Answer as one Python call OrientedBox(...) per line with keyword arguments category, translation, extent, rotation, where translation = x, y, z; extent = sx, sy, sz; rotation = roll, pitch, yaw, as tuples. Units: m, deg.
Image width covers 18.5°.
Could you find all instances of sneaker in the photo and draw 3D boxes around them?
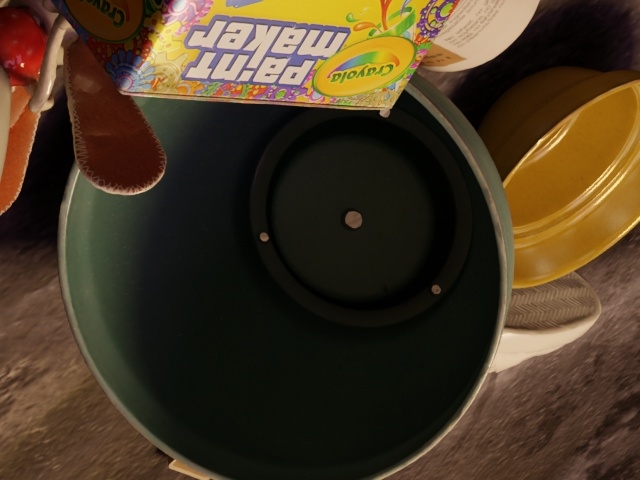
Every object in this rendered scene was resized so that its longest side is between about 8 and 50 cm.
OrientedBox(category="sneaker", translation=(0.087, 0.101, 1.662), extent=(0.292, 0.108, 0.169), rotation=(-6, 138, -28))

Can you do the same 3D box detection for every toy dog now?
OrientedBox(category="toy dog", translation=(-0.175, -0.029, 1.061), extent=(0.333, 0.220, 0.161), rotation=(-38, 107, -17))

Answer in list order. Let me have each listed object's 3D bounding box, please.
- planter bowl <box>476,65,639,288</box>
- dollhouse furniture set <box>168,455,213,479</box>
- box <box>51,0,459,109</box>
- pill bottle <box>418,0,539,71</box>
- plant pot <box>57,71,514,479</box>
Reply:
OrientedBox(category="planter bowl", translation=(0.185, -0.070, 1.544), extent=(0.217, 0.090, 0.217), rotation=(-28, 147, -20))
OrientedBox(category="dollhouse furniture set", translation=(-0.091, 0.219, 1.637), extent=(0.091, 0.081, 0.114), rotation=(-44, 149, 8))
OrientedBox(category="box", translation=(-0.038, -0.257, 0.877), extent=(0.177, 0.290, 0.279), rotation=(-1, 133, -47))
OrientedBox(category="pill bottle", translation=(0.031, -0.191, 1.188), extent=(0.131, 0.131, 0.229), rotation=(-49, 147, 16))
OrientedBox(category="plant pot", translation=(0.000, 0.000, 1.299), extent=(0.293, 0.293, 0.196), rotation=(-51, 173, 20))
